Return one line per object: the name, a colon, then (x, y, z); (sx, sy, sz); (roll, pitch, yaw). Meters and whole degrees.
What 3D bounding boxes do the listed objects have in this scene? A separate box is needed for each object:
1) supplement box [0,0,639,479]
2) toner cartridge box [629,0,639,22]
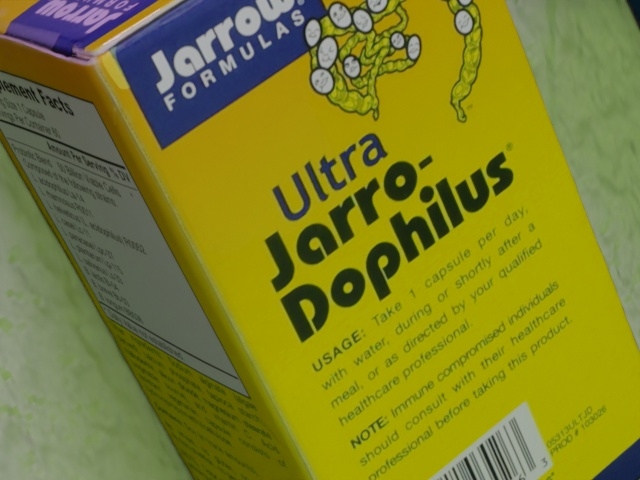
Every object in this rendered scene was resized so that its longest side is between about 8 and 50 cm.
supplement box: (0.000, 0.000, 0.809); (0.195, 0.194, 0.356); (-36, 119, -20)
toner cartridge box: (0.303, -0.147, 1.043); (0.165, 0.075, 0.348); (-45, 121, -17)
